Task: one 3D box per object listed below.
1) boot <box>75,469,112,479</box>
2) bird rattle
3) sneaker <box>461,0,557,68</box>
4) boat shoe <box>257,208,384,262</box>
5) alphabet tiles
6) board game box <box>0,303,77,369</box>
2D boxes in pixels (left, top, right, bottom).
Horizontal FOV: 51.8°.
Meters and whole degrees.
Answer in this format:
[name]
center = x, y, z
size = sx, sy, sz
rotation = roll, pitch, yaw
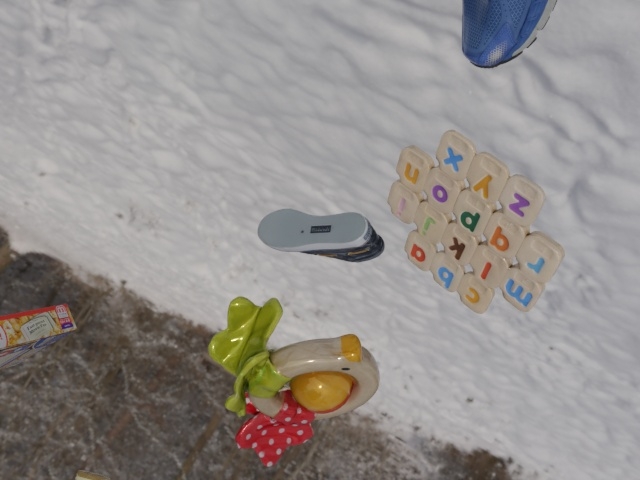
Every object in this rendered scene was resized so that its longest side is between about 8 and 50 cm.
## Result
[boot]
center = -0.421, 0.518, 1.193
size = 0.077, 0.165, 0.213
rotation = 12, 151, 4
[bird rattle]
center = -0.027, 0.190, 0.816
size = 0.206, 0.143, 0.254
rotation = -12, 132, 7
[sneaker]
center = 0.151, -0.333, 0.646
size = 0.130, 0.147, 0.330
rotation = -131, 29, -55
[boat shoe]
center = 0.000, 0.000, 0.965
size = 0.183, 0.065, 0.083
rotation = 3, 158, 29
[alphabet tiles]
center = 0.220, -0.021, 0.982
size = 0.284, 0.021, 0.278
rotation = 39, 144, 24
[board game box]
center = -0.456, 0.148, 0.893
size = 0.045, 0.146, 0.193
rotation = 65, -156, 8
